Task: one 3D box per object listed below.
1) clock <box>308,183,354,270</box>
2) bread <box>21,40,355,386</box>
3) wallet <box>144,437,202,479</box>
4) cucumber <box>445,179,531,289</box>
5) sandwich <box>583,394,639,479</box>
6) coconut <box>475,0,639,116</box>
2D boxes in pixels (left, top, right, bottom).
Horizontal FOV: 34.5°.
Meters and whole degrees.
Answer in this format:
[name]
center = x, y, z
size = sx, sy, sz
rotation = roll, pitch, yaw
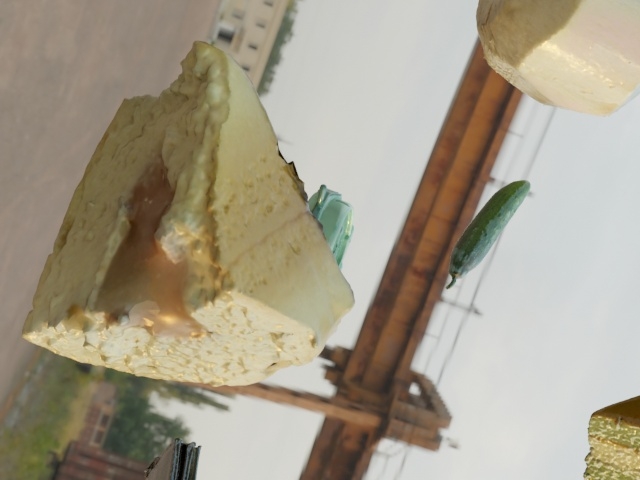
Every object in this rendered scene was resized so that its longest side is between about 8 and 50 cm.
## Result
[clock]
center = 0.000, 0.000, 1.568
size = 0.211, 0.066, 0.159
rotation = 84, 26, -66
[bread]
center = -0.077, 0.002, 0.814
size = 0.184, 0.211, 0.224
rotation = -19, -129, 41
[wallet]
center = -0.171, 0.367, 1.018
size = 0.169, 0.044, 0.317
rotation = 129, -28, -57
[cucumber]
center = 0.280, -0.016, 1.766
size = 0.250, 0.056, 0.056
rotation = -51, -178, -20
[sandwich]
center = 0.385, 0.184, 1.075
size = 0.187, 0.144, 0.117
rotation = -41, 141, -37
[coconut]
center = 0.297, -0.244, 1.130
size = 0.241, 0.241, 0.241
rotation = -160, -90, -81
